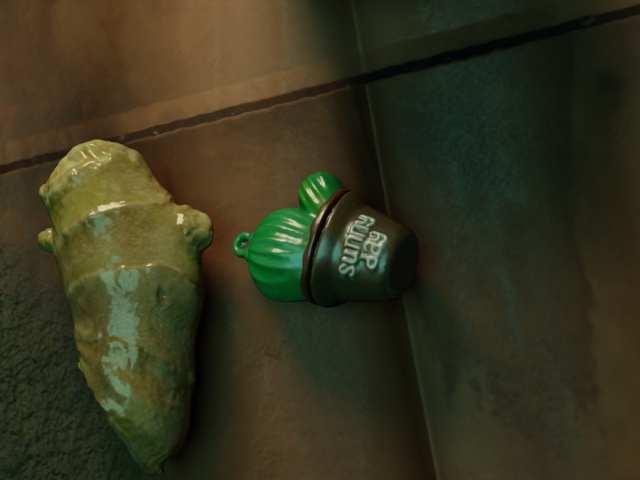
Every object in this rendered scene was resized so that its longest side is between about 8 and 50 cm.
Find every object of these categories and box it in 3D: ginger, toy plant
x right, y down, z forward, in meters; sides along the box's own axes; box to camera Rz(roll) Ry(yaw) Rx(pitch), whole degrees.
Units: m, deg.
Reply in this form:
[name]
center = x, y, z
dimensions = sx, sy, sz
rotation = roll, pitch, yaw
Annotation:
[ginger]
center = -0.197, 0.068, 1.435
dimensions = 0.190, 0.126, 0.354
rotation = -6, 88, 6
[toy plant]
center = 0.000, 0.000, 1.390
dimensions = 0.200, 0.105, 0.143
rotation = 15, 80, 29
